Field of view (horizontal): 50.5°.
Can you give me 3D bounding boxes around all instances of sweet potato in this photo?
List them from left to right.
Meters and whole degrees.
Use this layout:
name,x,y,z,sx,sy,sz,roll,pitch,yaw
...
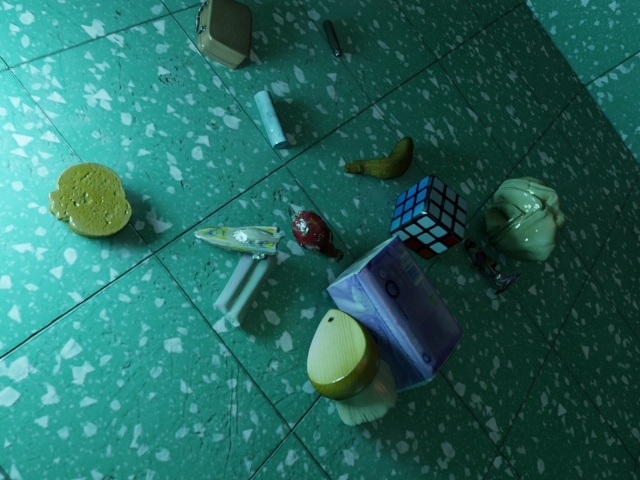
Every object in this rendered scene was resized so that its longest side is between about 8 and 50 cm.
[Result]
name,x,y,z,sx,sy,sz,roll,pitch,yaw
sweet potato,0.206,-0.234,2.059,0.108,0.079,0.346,39,42,23

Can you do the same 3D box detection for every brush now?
name,x,y,z,sx,sy,sz,roll,pitch,yaw
brush,0.075,0.290,1.617,0.166,0.174,0.266,51,19,-32

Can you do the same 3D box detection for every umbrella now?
name,x,y,z,sx,sy,sz,roll,pitch,yaw
umbrella,0.040,-0.645,2.167,0.036,0.031,0.133,-5,72,-40

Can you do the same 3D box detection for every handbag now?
name,x,y,z,sx,sy,sz,roll,pitch,yaw
handbag,-0.264,-0.574,1.848,0.151,0.072,0.193,17,60,-33

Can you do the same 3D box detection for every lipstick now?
name,x,y,z,sx,sy,sz,roll,pitch,yaw
lipstick,-0.134,-0.328,1.839,0.048,0.048,0.157,-9,73,-42

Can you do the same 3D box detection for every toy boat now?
name,x,y,z,sx,sy,sz,roll,pitch,yaw
toy boat,-0.191,-0.002,1.581,0.210,0.066,0.084,7,48,-9

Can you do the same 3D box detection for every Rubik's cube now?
name,x,y,z,sx,sy,sz,roll,pitch,yaw
Rubik's cube,0.319,-0.067,1.998,0.163,0.162,0.160,35,50,-22

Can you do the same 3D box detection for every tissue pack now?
name,x,y,z,sx,sy,sz,roll,pitch,yaw
tissue pack,0.197,0.191,1.757,0.338,0.160,0.242,57,41,-2

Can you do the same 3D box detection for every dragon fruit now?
name,x,y,z,sx,sy,sz,roll,pitch,yaw
dragon fruit,0.000,0.000,1.751,0.190,0.094,0.094,45,45,-28

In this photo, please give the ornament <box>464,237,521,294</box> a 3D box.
name,x,y,z,sx,sy,sz,roll,pitch,yaw
ornament,0.526,0.081,2.163,0.203,0.088,0.081,41,70,1

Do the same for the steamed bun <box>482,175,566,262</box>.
name,x,y,z,sx,sy,sz,roll,pitch,yaw
steamed bun,0.656,-0.090,2.238,0.203,0.276,0.289,22,79,-16

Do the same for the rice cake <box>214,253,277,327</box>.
name,x,y,z,sx,sy,sz,roll,pitch,yaw
rice cake,-0.174,0.097,1.581,0.080,0.042,0.221,42,48,-17

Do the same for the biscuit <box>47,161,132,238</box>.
name,x,y,z,sx,sy,sz,roll,pitch,yaw
biscuit,-0.484,-0.078,1.413,0.170,0.050,0.170,12,66,-29
